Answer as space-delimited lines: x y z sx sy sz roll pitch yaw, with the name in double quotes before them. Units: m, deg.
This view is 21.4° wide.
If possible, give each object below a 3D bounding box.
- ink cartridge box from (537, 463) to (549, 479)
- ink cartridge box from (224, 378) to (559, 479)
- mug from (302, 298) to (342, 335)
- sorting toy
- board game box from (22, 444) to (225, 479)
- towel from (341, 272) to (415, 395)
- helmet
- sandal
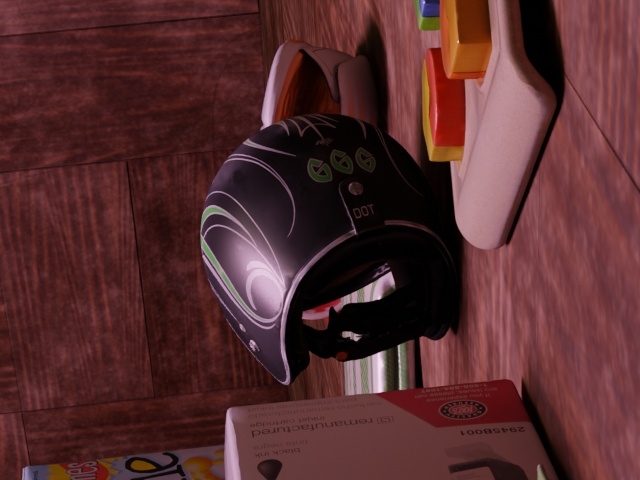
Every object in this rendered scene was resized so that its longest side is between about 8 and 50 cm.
"ink cartridge box" 0.111 0.184 0.556 0.109 0.062 0.209 -104 10 -60
"ink cartridge box" 0.040 0.160 0.799 0.218 0.158 0.092 -106 12 -63
"mug" -0.005 0.024 1.712 0.113 0.150 0.169 -59 14 4
"sorting toy" 0.069 -0.121 0.841 0.193 0.038 0.208 96 167 -68
"board game box" -0.028 0.210 0.980 0.142 0.275 0.144 -105 10 -64
"towel" 0.047 0.105 1.429 0.325 0.038 0.248 -111 17 -79
"helmet" 0.000 0.000 1.094 0.161 0.169 0.169 -125 26 -47
"sandal" 0.015 -0.111 1.381 0.265 0.076 0.102 -34 -45 -72
